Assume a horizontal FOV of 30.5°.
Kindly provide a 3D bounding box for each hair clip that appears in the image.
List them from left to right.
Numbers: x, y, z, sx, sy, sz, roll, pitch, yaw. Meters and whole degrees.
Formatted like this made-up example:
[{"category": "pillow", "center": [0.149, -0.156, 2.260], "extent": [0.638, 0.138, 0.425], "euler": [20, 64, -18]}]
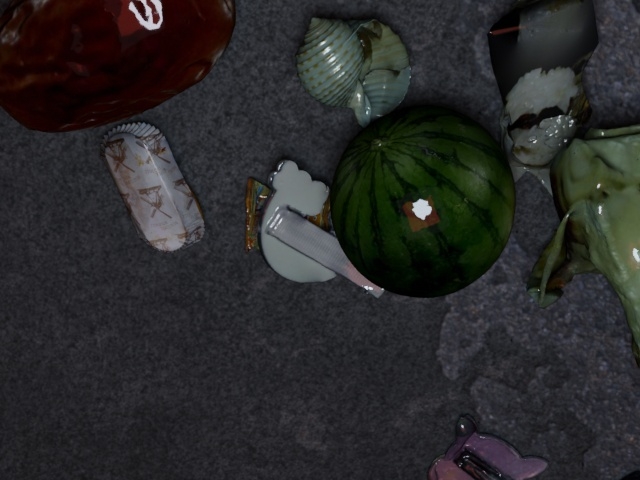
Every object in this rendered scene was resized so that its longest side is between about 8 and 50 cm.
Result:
[{"category": "hair clip", "center": [0.000, 0.000, 1.566], "extent": [0.220, 0.054, 0.140], "euler": [31, 102, -22]}, {"category": "hair clip", "center": [0.245, 0.353, 1.714], "extent": [0.187, 0.056, 0.146], "euler": [34, 109, 0]}]

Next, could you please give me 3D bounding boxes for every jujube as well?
[{"category": "jujube", "center": [-0.261, -0.259, 1.442], "extent": [0.318, 0.223, 0.223], "euler": [-27, 106, 19]}]

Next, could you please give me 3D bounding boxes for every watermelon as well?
[{"category": "watermelon", "center": [0.128, -0.049, 1.469], "extent": [0.242, 0.242, 0.242], "euler": [1, 110, 2]}]

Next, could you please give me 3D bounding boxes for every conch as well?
[{"category": "conch", "center": [0.038, -0.226, 1.485], "extent": [0.135, 0.102, 0.153], "euler": [-35, 139, 6]}]

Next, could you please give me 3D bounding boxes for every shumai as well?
[{"category": "shumai", "center": [0.431, -0.007, 1.422], "extent": [0.348, 0.395, 0.395], "euler": [27, 109, 1]}]

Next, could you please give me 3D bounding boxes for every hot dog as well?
[{"category": "hot dog", "center": [-0.223, -0.069, 1.576], "extent": [0.108, 0.059, 0.191], "euler": [-15, 112, 22]}]

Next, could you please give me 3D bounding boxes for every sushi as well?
[{"category": "sushi", "center": [0.279, -0.192, 1.496], "extent": [0.134, 0.109, 0.273], "euler": [-14, 125, 0]}]

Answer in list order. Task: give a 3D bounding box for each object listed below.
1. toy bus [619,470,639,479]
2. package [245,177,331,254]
[{"category": "toy bus", "center": [0.497, 0.366, 1.694], "extent": [0.235, 0.073, 0.096], "euler": [-32, 96, 13]}, {"category": "package", "center": [-0.046, -0.025, 1.596], "extent": [0.120, 0.031, 0.108], "euler": [7, 108, -1]}]
